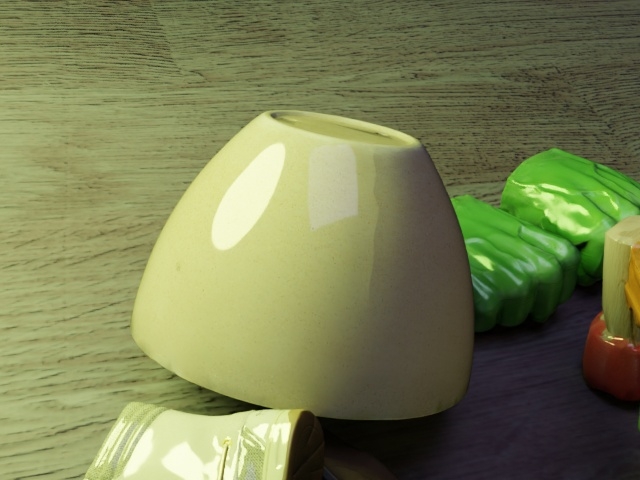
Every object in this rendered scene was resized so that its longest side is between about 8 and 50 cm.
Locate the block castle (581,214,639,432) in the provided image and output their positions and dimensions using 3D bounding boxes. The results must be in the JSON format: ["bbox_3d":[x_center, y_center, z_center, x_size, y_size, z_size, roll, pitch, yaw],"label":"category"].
[{"bbox_3d":[0.388,0.165,0.882,0.303,0.213,0.453,-5,30,2],"label":"block castle"}]

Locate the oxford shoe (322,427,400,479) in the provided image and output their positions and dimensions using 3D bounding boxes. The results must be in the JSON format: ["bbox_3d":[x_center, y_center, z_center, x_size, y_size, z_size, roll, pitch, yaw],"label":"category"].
[{"bbox_3d":[0.044,0.209,0.854,0.096,0.083,0.227,-11,44,-44],"label":"oxford shoe"}]

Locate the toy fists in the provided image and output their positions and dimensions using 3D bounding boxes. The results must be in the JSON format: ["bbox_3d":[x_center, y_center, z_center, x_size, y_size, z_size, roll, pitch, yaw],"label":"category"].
[{"bbox_3d":[0.218,0.002,1.154,0.279,0.096,0.142,-25,38,-35],"label":"toy fists"}]

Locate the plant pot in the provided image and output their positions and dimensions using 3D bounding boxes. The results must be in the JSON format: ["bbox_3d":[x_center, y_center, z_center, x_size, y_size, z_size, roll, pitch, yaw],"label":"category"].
[{"bbox_3d":[0.000,0.000,0.950,0.284,0.191,0.284,10,13,-2],"label":"plant pot"}]

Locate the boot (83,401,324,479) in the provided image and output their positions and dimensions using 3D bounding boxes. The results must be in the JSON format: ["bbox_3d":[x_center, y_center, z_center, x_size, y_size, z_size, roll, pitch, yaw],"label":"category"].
[{"bbox_3d":[-0.094,0.216,0.809,0.165,0.077,0.213,0,64,26],"label":"boot"}]
